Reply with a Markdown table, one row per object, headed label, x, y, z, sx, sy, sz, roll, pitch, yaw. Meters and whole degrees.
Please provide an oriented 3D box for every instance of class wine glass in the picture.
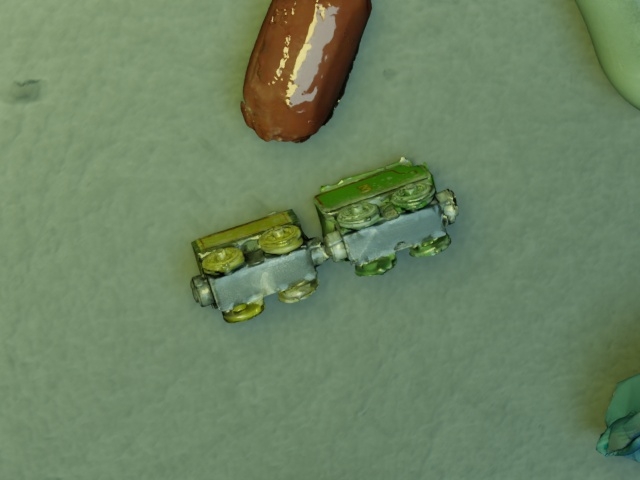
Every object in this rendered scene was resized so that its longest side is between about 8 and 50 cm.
| label | x | y | z | sx | sy | sz | roll | pitch | yaw |
| --- | --- | --- | --- | --- | --- | --- | --- | --- | --- |
| wine glass | 0.259 | -0.138 | 1.424 | 0.093 | 0.093 | 0.202 | -37 | 117 | -6 |

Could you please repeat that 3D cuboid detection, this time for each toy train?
| label | x | y | z | sx | sy | sz | roll | pitch | yaw |
| --- | --- | --- | --- | --- | --- | --- | --- | --- | --- |
| toy train | 0.000 | 0.000 | 1.378 | 0.202 | 0.081 | 0.060 | -19 | 113 | -7 |

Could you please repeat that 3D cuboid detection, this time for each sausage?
| label | x | y | z | sx | sy | sz | roll | pitch | yaw |
| --- | --- | --- | --- | --- | --- | --- | --- | --- | --- |
| sausage | -0.010 | -0.136 | 1.327 | 0.076 | 0.076 | 0.141 | 16 | 103 | -26 |

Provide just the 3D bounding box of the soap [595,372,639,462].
| label | x | y | z | sx | sy | sz | roll | pitch | yaw |
| --- | --- | --- | --- | --- | --- | --- | --- | --- | --- |
| soap | 0.370 | 0.126 | 1.526 | 0.293 | 0.156 | 0.077 | -5 | 77 | -19 |
